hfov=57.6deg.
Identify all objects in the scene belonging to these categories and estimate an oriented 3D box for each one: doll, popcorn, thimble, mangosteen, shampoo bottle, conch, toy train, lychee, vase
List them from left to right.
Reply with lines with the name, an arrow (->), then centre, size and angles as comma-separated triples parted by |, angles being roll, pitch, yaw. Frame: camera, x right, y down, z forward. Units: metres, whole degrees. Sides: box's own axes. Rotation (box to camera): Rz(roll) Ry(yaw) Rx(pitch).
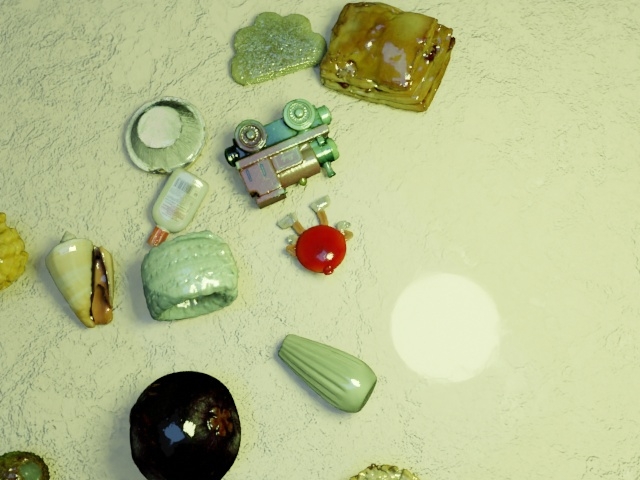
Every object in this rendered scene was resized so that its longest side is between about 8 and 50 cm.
popcorn -> -0.884, 0.031, 1.506 | 0.249, 0.190, 0.251 | 1, 75, -3
lychee -> -0.736, 0.590, 1.389 | 0.171, 0.171, 0.171 | -1, 77, 4
conch -> -0.623, 0.098, 1.522 | 0.158, 0.127, 0.255 | -12, 99, -28
shampoo bottle -> -0.392, -0.080, 1.556 | 0.108, 0.051, 0.221 | 30, 88, -10
mangosteen -> -0.336, 0.453, 1.358 | 0.302, 0.274, 0.275 | -25, 74, 32
thimble -> -0.320, 0.090, 1.443 | 0.250, 0.205, 0.172 | -22, 70, 16
toy train -> -0.091, -0.233, 1.540 | 0.304, 0.150, 0.222 | -25, 87, -3
doll -> 0.000, 0.000, 1.506 | 0.183, 0.085, 0.217 | -27, 60, -4
vase -> 0.010, 0.314, 1.416 | 0.248, 0.128, 0.128 | 27, 80, 18

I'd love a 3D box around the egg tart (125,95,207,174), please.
egg tart -> -0.428, -0.294, 1.595 | 0.233, 0.094, 0.234 | -1, 75, 4

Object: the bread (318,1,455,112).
bread -> 0.182, -0.511, 1.561 | 0.324, 0.167, 0.278 | 22, 80, 7

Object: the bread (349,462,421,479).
bread -> 0.153, 0.642, 1.315 | 0.273, 0.149, 0.275 | -2, 80, 10

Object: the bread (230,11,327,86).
bread -> -0.134, -0.559, 1.654 | 0.286, 0.056, 0.208 | -21, 78, -2
